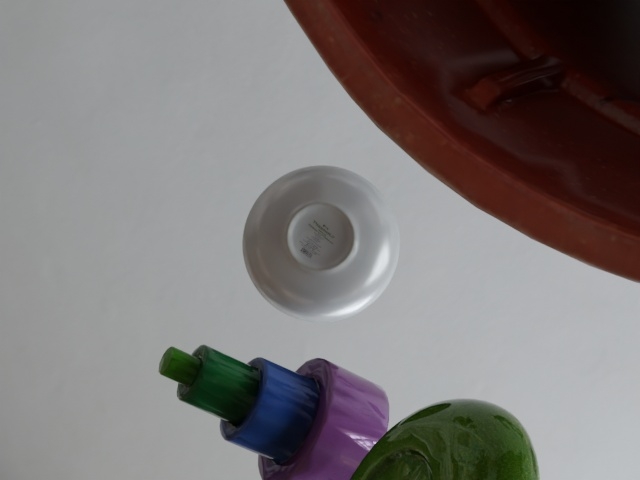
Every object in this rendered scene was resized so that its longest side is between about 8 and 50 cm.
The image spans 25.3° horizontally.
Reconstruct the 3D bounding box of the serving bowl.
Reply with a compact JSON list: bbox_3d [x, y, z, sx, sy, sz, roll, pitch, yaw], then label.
[{"bbox_3d":[0.000,0.000,0.738,0.083,0.027,0.083,0,-97,1],"label":"serving bowl"}]

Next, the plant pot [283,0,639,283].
[{"bbox_3d":[0.152,-0.142,0.371,0.272,0.265,0.273,6,-78,28],"label":"plant pot"}]

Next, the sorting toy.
[{"bbox_3d":[0.005,0.105,0.521,0.126,0.365,0.127,27,-86,-21],"label":"sorting toy"}]
